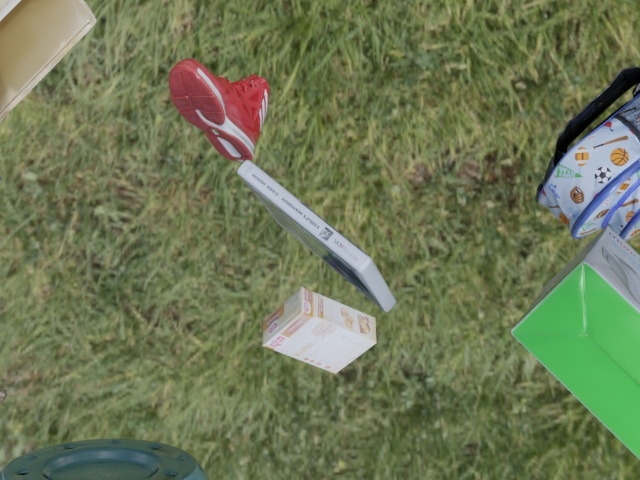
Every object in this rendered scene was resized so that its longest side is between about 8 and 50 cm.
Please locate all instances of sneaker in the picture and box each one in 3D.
[{"bbox_3d":[-0.154,-0.234,1.537,0.087,0.128,0.221,6,149,25],"label":"sneaker"}]

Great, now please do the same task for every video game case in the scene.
[{"bbox_3d":[0.000,0.000,1.063,0.022,0.173,0.190,-49,160,-5],"label":"video game case"}]

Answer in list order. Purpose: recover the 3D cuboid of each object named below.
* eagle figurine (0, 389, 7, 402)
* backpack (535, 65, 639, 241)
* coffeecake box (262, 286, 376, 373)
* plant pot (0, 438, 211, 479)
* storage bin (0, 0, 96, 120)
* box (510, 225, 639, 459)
[{"bbox_3d":[-0.547,0.198,1.146,0.298,0.225,0.226,11,117,-28],"label":"eagle figurine"},{"bbox_3d":[0.504,-0.115,1.661,0.263,0.213,0.276,-30,155,-8],"label":"backpack"},{"bbox_3d":[-0.003,0.185,1.997,0.186,0.068,0.142,24,134,-27],"label":"coffeecake box"},{"bbox_3d":[-0.209,0.326,0.934,0.293,0.293,0.235,1,96,1],"label":"plant pot"},{"bbox_3d":[-0.470,-0.340,1.474,0.123,0.260,0.262,40,169,3],"label":"storage bin"},{"bbox_3d":[0.373,0.132,1.140,0.262,0.231,0.126,45,114,10],"label":"box"}]
